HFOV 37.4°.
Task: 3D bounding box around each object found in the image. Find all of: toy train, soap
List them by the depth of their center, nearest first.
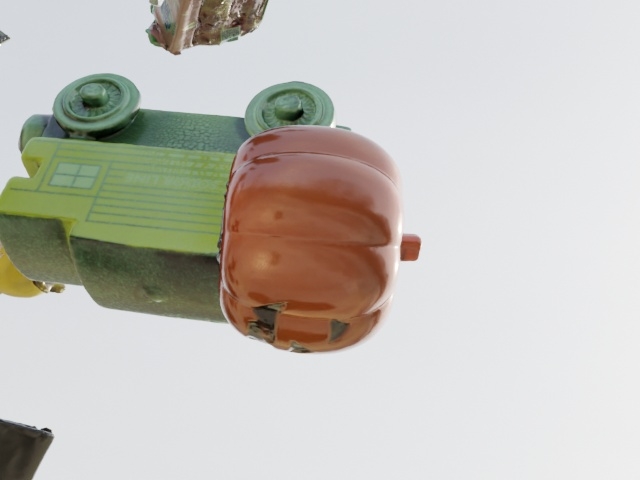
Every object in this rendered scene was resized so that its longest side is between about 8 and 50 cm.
[{"bbox_3d":[-0.153,-0.047,1.075,0.442,0.272,0.179,6,-37,10],"label":"toy train"},{"bbox_3d":[-0.142,-0.399,1.392,0.218,0.098,0.273,-15,-21,-25],"label":"soap"}]

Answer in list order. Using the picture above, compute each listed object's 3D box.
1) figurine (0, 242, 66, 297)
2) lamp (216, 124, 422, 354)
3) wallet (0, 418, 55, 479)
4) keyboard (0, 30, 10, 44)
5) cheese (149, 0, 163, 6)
[{"bbox_3d":[-0.482,-0.002,1.406,0.234,0.127,0.185,29,-28,47],"label":"figurine"},{"bbox_3d":[0.000,0.000,0.760,0.164,0.187,0.187,4,-38,-2],"label":"lamp"},{"bbox_3d":[-0.398,0.298,0.978,0.146,0.030,0.285,20,-76,-30],"label":"wallet"},{"bbox_3d":[-0.542,-0.303,1.463,0.049,0.129,0.015,34,-47,9],"label":"keyboard"},{"bbox_3d":[-0.158,-0.347,0.912,0.071,0.163,0.249,13,-11,4],"label":"cheese"}]
